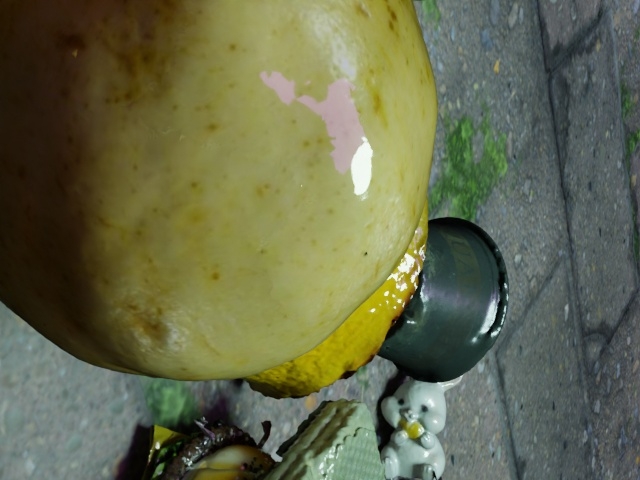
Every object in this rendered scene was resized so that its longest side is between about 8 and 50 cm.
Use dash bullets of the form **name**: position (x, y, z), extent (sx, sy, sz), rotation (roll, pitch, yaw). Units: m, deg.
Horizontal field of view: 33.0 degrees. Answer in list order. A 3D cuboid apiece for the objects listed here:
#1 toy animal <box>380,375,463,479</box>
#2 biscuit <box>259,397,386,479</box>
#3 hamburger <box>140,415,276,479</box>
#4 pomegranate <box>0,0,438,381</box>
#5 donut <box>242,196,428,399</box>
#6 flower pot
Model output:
- **toy animal**: position (0.102, 0.183, 1.100), extent (0.085, 0.071, 0.124), rotation (-13, 107, -54)
- **biscuit**: position (-0.025, 0.238, 0.771), extent (0.252, 0.052, 0.150), rotation (-40, 130, -47)
- **hamburger**: position (-0.082, 0.228, 0.815), extent (0.164, 0.093, 0.190), rotation (18, 82, -56)
- **pomegranate**: position (-0.074, -0.074, 0.596), extent (0.307, 0.307, 0.307), rotation (-15, 108, -54)
- **donut**: position (0.004, -0.005, 0.849), extent (0.101, 0.152, 0.259), rotation (26, 72, -47)
- **flower pot**: position (0.076, 0.046, 0.981), extent (0.106, 0.157, 0.158), rotation (15, 83, -42)
